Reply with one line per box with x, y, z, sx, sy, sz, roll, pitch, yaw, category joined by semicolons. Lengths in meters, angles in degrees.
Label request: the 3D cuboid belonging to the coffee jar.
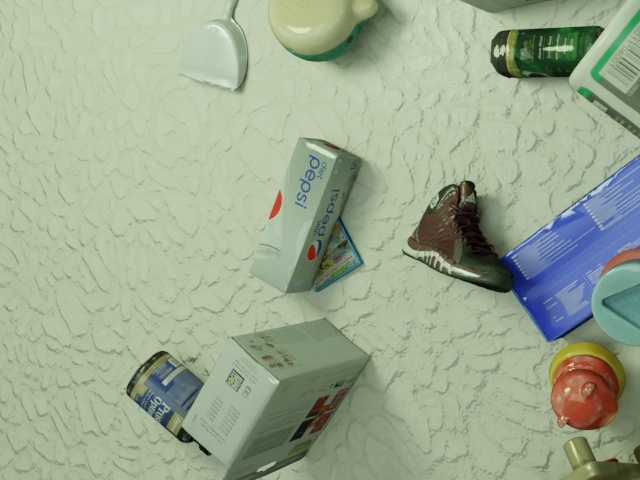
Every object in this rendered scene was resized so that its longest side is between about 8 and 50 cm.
0.377;-0.309;1.627;0.184;0.096;0.079;4;91;31;coffee jar

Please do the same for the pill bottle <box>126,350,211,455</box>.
-0.282;0.337;2.037;0.219;0.123;0.122;38;111;11;pill bottle

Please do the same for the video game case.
0.000;0.000;1.921;0.119;0.015;0.166;-33;75;28;video game case

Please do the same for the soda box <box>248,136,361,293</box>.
-0.031;-0.047;1.875;0.098;0.091;0.286;29;106;27;soda box

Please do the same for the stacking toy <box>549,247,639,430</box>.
0.508;0.187;1.500;0.280;0.130;0.308;24;114;14;stacking toy

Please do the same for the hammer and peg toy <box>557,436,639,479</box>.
0.432;0.378;1.506;0.361;0.266;0.127;-44;49;35;hammer and peg toy

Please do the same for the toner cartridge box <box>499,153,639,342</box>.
0.468;0.003;1.598;0.348;0.075;0.165;-40;71;27;toner cartridge box

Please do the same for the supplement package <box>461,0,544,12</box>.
0.357;-0.468;1.610;0.244;0.134;0.139;-4;90;32;supplement package

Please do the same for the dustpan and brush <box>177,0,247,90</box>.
-0.201;-0.424;2.010;0.147;0.060;0.211;19;109;19;dustpan and brush

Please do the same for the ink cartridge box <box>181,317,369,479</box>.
-0.092;0.299;1.818;0.130;0.309;0.271;39;111;25;ink cartridge box

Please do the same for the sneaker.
0.244;-0.019;1.672;0.281;0.106;0.162;27;97;60;sneaker

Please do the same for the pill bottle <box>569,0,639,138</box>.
0.560;-0.200;1.424;0.361;0.204;0.204;39;112;7;pill bottle

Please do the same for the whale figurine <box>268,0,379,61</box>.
0.027;-0.453;1.837;0.216;0.141;0.272;29;82;27;whale figurine
